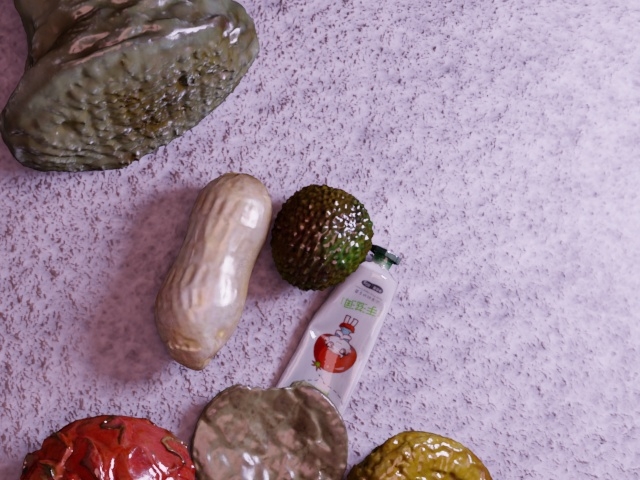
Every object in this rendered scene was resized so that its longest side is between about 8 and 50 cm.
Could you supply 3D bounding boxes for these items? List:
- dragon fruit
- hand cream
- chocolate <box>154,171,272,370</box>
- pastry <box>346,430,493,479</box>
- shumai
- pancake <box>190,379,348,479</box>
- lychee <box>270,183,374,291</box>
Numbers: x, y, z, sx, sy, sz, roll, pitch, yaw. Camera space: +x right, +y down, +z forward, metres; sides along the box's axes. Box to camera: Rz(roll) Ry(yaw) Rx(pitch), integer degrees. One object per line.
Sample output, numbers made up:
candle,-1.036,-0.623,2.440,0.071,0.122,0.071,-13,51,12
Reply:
dragon fruit,-0.294,0.353,1.712,0.252,0.241,0.240,-20,88,-26
hand cream,0.027,0.164,1.918,0.121,0.076,0.336,29,82,-8
chocolate,-0.162,0.040,1.844,0.134,0.134,0.309,19,75,-12
pastry,0.149,0.407,1.874,0.240,0.132,0.235,39,73,-6
shumai,-0.316,-0.308,1.780,0.398,0.324,0.323,-24,74,-22
pancake,-0.076,0.312,1.861,0.236,0.042,0.222,-21,96,-9
lychee,0.000,0.000,1.878,0.171,0.171,0.171,2,82,-15
